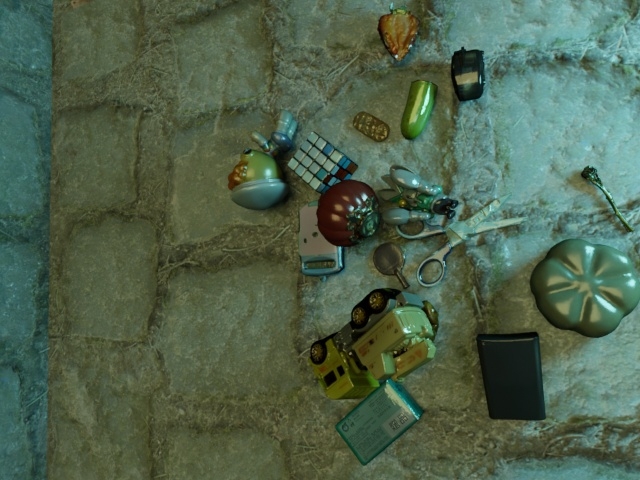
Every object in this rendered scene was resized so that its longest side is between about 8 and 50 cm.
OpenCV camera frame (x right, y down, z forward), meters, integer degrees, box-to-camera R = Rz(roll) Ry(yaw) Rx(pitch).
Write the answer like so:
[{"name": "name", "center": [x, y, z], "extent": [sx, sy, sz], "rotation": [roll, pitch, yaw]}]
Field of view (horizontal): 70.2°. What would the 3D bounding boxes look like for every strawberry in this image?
[{"name": "strawberry", "center": [0.268, -0.701, 1.544], "extent": [0.140, 0.085, 0.192], "rotation": [-33, 78, 9]}]

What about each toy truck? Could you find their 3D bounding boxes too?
[{"name": "toy truck", "center": [0.157, 0.329, 1.378], "extent": [0.405, 0.180, 0.254], "rotation": [-45, 48, 26]}]

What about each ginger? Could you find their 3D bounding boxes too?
[{"name": "ginger", "center": [0.324, 0.261, 1.430], "extent": [0.103, 0.073, 0.162], "rotation": [-6, 77, 26]}]

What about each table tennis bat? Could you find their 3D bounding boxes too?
[{"name": "table tennis bat", "center": [0.221, 0.080, 1.466], "extent": [0.107, 0.119, 0.170], "rotation": [-37, 70, 18]}]

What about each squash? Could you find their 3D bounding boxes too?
[{"name": "squash", "center": [0.318, -0.422, 1.494], "extent": [0.095, 0.095, 0.188], "rotation": [16, 94, 24]}]

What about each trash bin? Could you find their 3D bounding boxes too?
[{"name": "trash bin", "center": [0.548, 0.383, 1.302], "extent": [0.165, 0.115, 0.225], "rotation": [-7, 85, 21]}]

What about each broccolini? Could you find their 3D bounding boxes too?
[{"name": "broccolini", "center": [0.814, -0.120, 1.281], "extent": [0.044, 0.042, 0.218], "rotation": [-34, 79, 15]}]

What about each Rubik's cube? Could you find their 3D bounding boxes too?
[{"name": "Rubik's cube", "center": [0.008, -0.257, 1.576], "extent": [0.154, 0.151, 0.155], "rotation": [42, 102, 23]}]

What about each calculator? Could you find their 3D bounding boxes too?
[{"name": "calculator", "center": [0.000, 0.000, 1.607], "extent": [0.173, 0.051, 0.293], "rotation": [-5, 83, 22]}]

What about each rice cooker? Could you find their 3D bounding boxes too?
[{"name": "rice cooker", "center": [0.462, -0.520, 1.426], "extent": [0.106, 0.112, 0.165], "rotation": [2, 86, 18]}]

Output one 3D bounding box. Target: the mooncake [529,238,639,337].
[{"name": "mooncake", "center": [0.717, 0.127, 1.241], "extent": [0.275, 0.135, 0.275], "rotation": [-4, 79, 21]}]

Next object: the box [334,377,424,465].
[{"name": "box", "center": [0.186, 0.568, 1.446], "extent": [0.245, 0.092, 0.153], "rotation": [-46, 70, 14]}]

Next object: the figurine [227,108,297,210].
[{"name": "figurine", "center": [-0.184, -0.288, 1.623], "extent": [0.205, 0.224, 0.382], "rotation": [20, 92, 20]}]

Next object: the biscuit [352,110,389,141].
[{"name": "biscuit", "center": [0.176, -0.398, 1.588], "extent": [0.147, 0.018, 0.071], "rotation": [37, 98, 21]}]

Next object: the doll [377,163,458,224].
[{"name": "doll", "center": [0.290, -0.149, 1.431], "extent": [0.258, 0.153, 0.195], "rotation": [-6, 98, 37]}]

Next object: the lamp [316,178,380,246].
[{"name": "lamp", "center": [0.085, -0.090, 1.475], "extent": [0.227, 0.227, 0.227], "rotation": [-3, 84, 23]}]

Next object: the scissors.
[{"name": "scissors", "center": [0.445, -0.025, 1.428], "extent": [0.383, 0.029, 0.256], "rotation": [-24, 72, 17]}]
